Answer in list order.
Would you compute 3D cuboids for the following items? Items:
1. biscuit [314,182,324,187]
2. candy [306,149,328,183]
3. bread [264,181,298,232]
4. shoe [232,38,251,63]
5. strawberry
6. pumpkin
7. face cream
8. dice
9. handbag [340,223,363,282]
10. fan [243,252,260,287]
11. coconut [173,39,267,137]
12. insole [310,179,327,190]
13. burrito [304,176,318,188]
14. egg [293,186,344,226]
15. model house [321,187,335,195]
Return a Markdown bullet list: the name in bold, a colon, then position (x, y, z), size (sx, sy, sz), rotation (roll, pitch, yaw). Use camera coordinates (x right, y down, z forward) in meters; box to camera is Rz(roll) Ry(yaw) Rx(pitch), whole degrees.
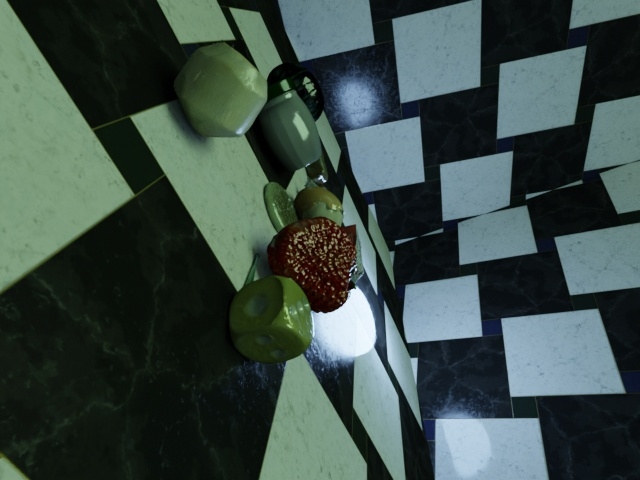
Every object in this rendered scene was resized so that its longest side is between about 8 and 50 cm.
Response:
- **biscuit**: position (-0.004, -0.309, 2.446), size (0.131, 0.026, 0.237), rotation (44, 29, -55)
- **candy**: position (-0.029, -0.430, 2.369), size (0.104, 0.102, 0.234), rotation (39, 36, -62)
- **bread**: position (-0.143, -0.110, 1.685), size (0.267, 0.040, 0.267), rotation (-20, 90, -75)
- **shoe**: position (-0.336, -0.789, 1.855), size (0.053, 0.062, 0.159), rotation (-78, 146, -86)
- **strawberry**: position (-0.037, 0.068, 1.430), size (0.351, 0.267, 0.312), rotation (31, 68, -42)
- **pumpkin**: position (-0.134, -0.688, 2.050), size (0.315, 0.238, 0.315), rotation (43, -15, 15)
- **face cream**: position (-0.139, -0.494, 1.846), size (0.357, 0.219, 0.312), rotation (65, 16, -16)
- **dice**: position (-0.123, 0.206, 1.101), size (0.166, 0.169, 0.169), rotation (-94, 158, -44)
- **handbag**: position (0.133, 0.070, 2.178), size (0.298, 0.151, 0.171), rotation (-88, 166, -51)
- **fan**: position (-0.202, 0.098, 1.259), size (0.038, 0.016, 0.193), rotation (58, 19, -30)
- **coconut**: position (-0.290, -0.413, 1.222), size (0.245, 0.247, 0.245), rotation (40, 6, -5)
- **insole**: position (0.010, -0.261, 2.370), size (0.348, 0.009, 0.119), rotation (23, 51, -67)
- **burrito**: position (-0.005, -0.085, 2.018), size (0.139, 0.101, 0.446), rotation (-24, 96, -64)
- **egg**: position (-0.016, -0.132, 1.847), size (0.244, 0.201, 0.201), rotation (50, 2, 34)
- **model house**: position (-0.004, -0.201, 2.176), size (0.148, 0.119, 0.148), rotation (32, 43, -48)
